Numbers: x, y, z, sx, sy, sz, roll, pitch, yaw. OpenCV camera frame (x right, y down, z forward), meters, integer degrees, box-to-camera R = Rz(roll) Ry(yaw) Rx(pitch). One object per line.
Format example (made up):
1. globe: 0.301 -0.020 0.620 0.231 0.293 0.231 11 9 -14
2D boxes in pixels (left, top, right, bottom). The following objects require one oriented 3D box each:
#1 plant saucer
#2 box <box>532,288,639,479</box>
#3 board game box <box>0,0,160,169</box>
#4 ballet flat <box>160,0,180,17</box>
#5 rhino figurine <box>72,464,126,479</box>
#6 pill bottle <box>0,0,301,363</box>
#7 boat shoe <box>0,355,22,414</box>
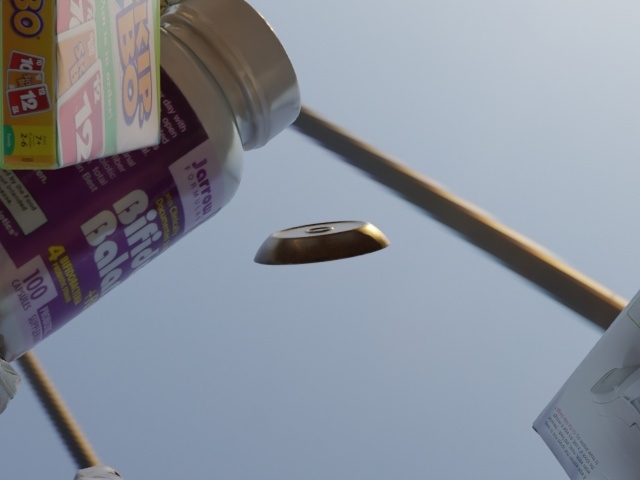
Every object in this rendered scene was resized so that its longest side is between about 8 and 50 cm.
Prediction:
1. plant saucer: 0.000 0.000 2.108 0.198 0.036 0.198 -8 -172 1
2. box: 0.299 0.132 1.021 0.127 0.231 0.262 30 -167 -26
3. board game box: -0.122 -0.107 0.795 0.039 0.124 0.259 1 -173 3
4. ballet flat: -0.090 -0.389 1.299 0.182 0.483 0.164 18 -175 19
5. rhino figurine: -0.201 0.269 1.405 0.073 0.243 0.106 -33 -87 -11
6. pill bottle: -0.164 -0.057 1.068 0.301 0.169 0.169 -38 -116 -23
7. boat shoe: -0.238 0.087 0.936 0.063 0.170 0.059 16 -109 17
